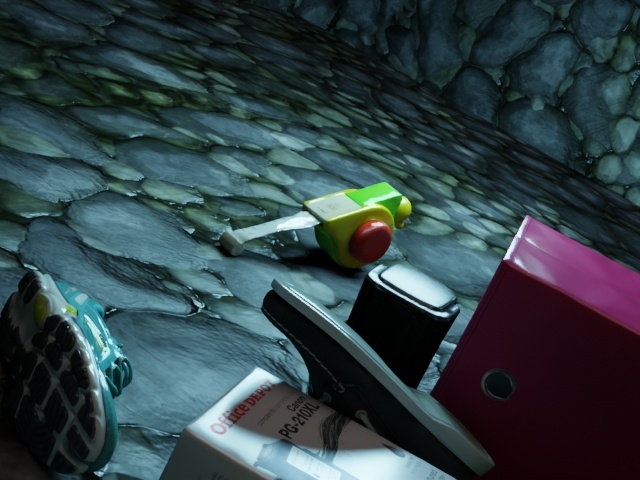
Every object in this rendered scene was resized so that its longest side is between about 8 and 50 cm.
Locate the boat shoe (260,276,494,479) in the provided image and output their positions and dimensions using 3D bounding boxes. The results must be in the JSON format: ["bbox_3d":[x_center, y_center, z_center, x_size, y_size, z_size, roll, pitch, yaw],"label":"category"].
[{"bbox_3d":[0.043,0.158,1.069,0.302,0.091,0.114,43,3,-15],"label":"boat shoe"}]

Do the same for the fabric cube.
[{"bbox_3d":[0.280,0.159,1.259,0.258,0.254,0.259,29,19,9],"label":"fabric cube"}]

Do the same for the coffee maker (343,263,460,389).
[{"bbox_3d":[0.071,0.130,1.193,0.120,0.178,0.171,21,19,-8],"label":"coffee maker"}]

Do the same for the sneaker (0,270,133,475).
[{"bbox_3d":[-0.221,0.114,1.017,0.110,0.107,0.275,24,17,-31],"label":"sneaker"}]

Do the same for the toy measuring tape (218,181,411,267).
[{"bbox_3d":[0.000,0.000,1.632,0.330,0.121,0.121,-18,40,-30],"label":"toy measuring tape"}]

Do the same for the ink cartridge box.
[{"bbox_3d":[-0.006,0.228,0.959,0.237,0.100,0.172,28,18,10],"label":"ink cartridge box"}]
